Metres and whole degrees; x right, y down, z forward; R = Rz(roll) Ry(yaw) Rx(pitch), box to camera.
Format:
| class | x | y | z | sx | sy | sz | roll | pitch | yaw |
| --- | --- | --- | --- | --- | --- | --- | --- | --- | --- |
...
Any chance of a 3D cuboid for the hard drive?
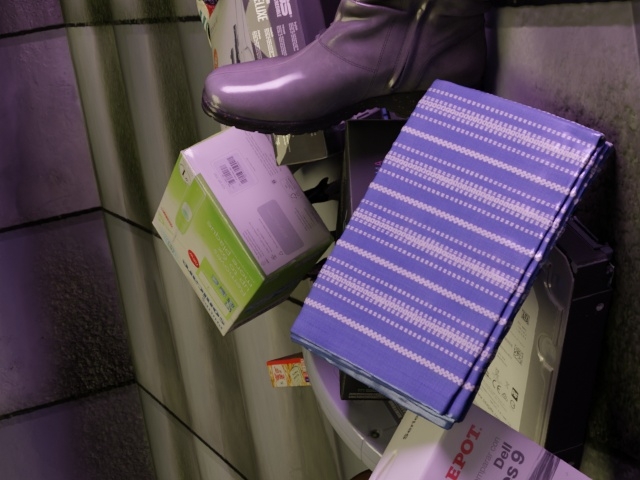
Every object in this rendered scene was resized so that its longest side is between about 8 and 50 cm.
| class | x | y | z | sx | sy | sz | roll | pitch | yaw |
| --- | --- | --- | --- | --- | --- | --- | --- | --- | --- |
| hard drive | 0.229 | 0.094 | 1.552 | 0.237 | 0.064 | 0.339 | -127 | 32 | -46 |

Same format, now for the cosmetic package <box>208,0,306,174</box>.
| class | x | y | z | sx | sy | sz | roll | pitch | yaw |
| --- | --- | --- | --- | --- | --- | --- | --- | --- | --- |
| cosmetic package | -0.084 | -0.245 | 1.994 | 0.377 | 0.097 | 0.284 | 149 | 117 | -75 |

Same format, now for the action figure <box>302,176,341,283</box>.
| class | x | y | z | sx | sy | sz | roll | pitch | yaw |
| --- | --- | --- | --- | --- | --- | --- | --- | --- | --- |
| action figure | 0.000 | 0.000 | 1.982 | 0.275 | 0.141 | 0.164 | 39 | 142 | 44 |

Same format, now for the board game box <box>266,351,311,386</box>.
| class | x | y | z | sx | sy | sz | roll | pitch | yaw |
| --- | --- | --- | --- | --- | --- | --- | --- | --- | --- |
| board game box | 0.017 | 0.183 | 2.038 | 0.193 | 0.147 | 0.045 | 160 | 96 | -69 |

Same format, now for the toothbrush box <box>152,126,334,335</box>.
| class | x | y | z | sx | sy | sz | roll | pitch | yaw |
| --- | --- | --- | --- | --- | --- | --- | --- | --- | --- |
| toothbrush box | -0.115 | -0.014 | 1.872 | 0.206 | 0.122 | 0.283 | 57 | 158 | 8 |

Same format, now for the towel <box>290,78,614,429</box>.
| class | x | y | z | sx | sy | sz | roll | pitch | yaw |
| --- | --- | --- | --- | --- | --- | --- | --- | --- | --- |
| towel | 0.130 | 0.005 | 1.398 | 0.243 | 0.336 | 0.040 | 25 | 172 | 40 |

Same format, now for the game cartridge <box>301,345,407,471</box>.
| class | x | y | z | sx | sy | sz | roll | pitch | yaw |
| --- | --- | --- | --- | --- | --- | --- | --- | --- | --- |
| game cartridge | 0.095 | 0.187 | 1.768 | 0.294 | 0.196 | 0.060 | -123 | 29 | -43 |

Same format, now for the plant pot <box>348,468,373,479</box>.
| class | x | y | z | sx | sy | sz | roll | pitch | yaw |
| --- | --- | --- | --- | --- | --- | --- | --- | --- | --- |
| plant pot | 0.135 | 0.377 | 1.757 | 0.230 | 0.215 | 0.215 | 126 | 127 | -64 |

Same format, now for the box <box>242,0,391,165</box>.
| class | x | y | z | sx | sy | sz | roll | pitch | yaw |
| --- | --- | --- | --- | --- | --- | --- | --- | --- | --- |
| box | -0.008 | -0.263 | 1.710 | 0.242 | 0.076 | 0.307 | -24 | -76 | -66 |

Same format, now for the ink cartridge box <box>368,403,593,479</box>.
| class | x | y | z | sx | sy | sz | roll | pitch | yaw |
| --- | --- | --- | --- | --- | --- | --- | --- | --- | --- |
| ink cartridge box | 0.187 | 0.322 | 1.399 | 0.289 | 0.211 | 0.121 | 33 | 163 | -12 |

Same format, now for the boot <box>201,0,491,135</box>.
| class | x | y | z | sx | sy | sz | roll | pitch | yaw |
| --- | --- | --- | --- | --- | --- | --- | --- | --- | --- |
| boot | 0.031 | -0.243 | 1.485 | 0.118 | 0.338 | 0.223 | -109 | 15 | -47 |

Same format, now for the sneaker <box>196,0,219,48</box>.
| class | x | y | z | sx | sy | sz | roll | pitch | yaw |
| --- | --- | --- | --- | --- | --- | --- | --- | --- | --- |
| sneaker | -0.177 | -0.382 | 2.325 | 0.075 | 0.057 | 0.161 | 97 | 155 | -80 |

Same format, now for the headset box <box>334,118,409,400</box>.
| class | x | y | z | sx | sy | sz | roll | pitch | yaw |
| --- | --- | --- | --- | --- | --- | --- | --- | --- | --- |
| headset box | 0.090 | 0.021 | 1.621 | 0.283 | 0.131 | 0.246 | 94 | 175 | -54 |
